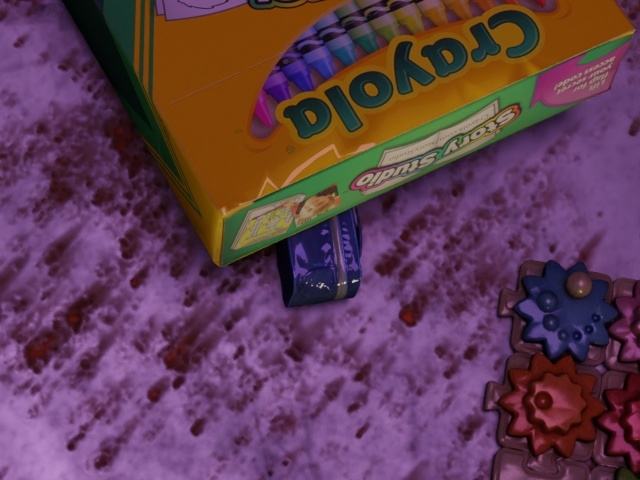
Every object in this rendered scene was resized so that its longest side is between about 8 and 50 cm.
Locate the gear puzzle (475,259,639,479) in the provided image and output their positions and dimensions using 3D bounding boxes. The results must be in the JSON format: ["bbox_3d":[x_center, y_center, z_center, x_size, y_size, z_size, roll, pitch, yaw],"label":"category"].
[{"bbox_3d":[0.213,0.181,1.398,0.175,0.044,0.338,11,74,-6],"label":"gear puzzle"}]

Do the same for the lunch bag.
[{"bbox_3d":[0.000,0.000,1.401,0.065,0.067,0.098,-6,75,-11],"label":"lunch bag"}]

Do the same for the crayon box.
[{"bbox_3d":[0.008,-0.192,1.400,0.363,0.106,0.313,-25,67,-16],"label":"crayon box"}]
